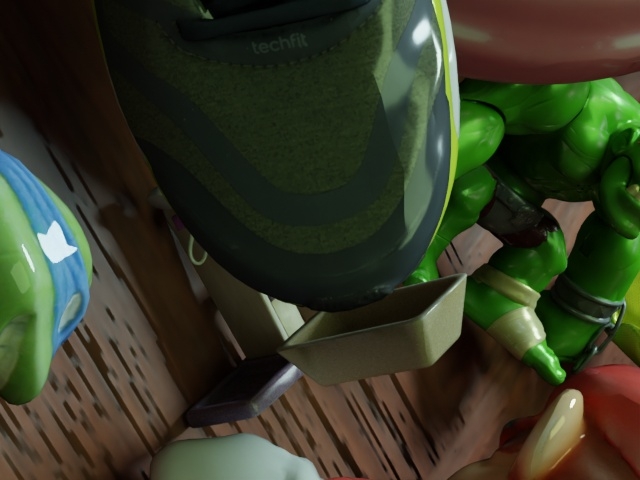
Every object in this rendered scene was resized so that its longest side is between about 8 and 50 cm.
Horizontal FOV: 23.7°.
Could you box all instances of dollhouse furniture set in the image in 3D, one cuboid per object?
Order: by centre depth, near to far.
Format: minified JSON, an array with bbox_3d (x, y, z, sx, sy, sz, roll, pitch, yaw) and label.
[{"bbox_3d":[0.000,0.000,0.519,0.091,0.114,0.081,-40,108,-44],"label":"dollhouse furniture set"}]

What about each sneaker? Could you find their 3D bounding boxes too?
[{"bbox_3d":[-0.034,-0.123,0.416,0.121,0.111,0.300,-40,114,-85],"label":"sneaker"}]

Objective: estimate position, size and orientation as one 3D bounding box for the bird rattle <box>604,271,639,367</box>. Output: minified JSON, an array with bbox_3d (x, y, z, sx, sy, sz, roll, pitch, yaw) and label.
[{"bbox_3d":[0.215,0.124,0.746,0.207,0.143,0.253,0,84,-67],"label":"bird rattle"}]

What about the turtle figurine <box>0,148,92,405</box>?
[{"bbox_3d":[-0.144,0.090,0.249,0.266,0.198,0.274,-8,111,-35],"label":"turtle figurine"}]

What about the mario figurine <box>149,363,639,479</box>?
[{"bbox_3d":[0.031,0.154,0.547,0.320,0.170,0.198,-31,142,-38],"label":"mario figurine"}]

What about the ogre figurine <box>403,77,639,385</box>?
[{"bbox_3d":[0.086,-0.020,0.625,0.197,0.097,0.118,34,99,-28],"label":"ogre figurine"}]

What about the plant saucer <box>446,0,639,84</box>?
[{"bbox_3d":[0.072,-0.226,0.558,0.332,0.084,0.332,5,75,-18],"label":"plant saucer"}]
